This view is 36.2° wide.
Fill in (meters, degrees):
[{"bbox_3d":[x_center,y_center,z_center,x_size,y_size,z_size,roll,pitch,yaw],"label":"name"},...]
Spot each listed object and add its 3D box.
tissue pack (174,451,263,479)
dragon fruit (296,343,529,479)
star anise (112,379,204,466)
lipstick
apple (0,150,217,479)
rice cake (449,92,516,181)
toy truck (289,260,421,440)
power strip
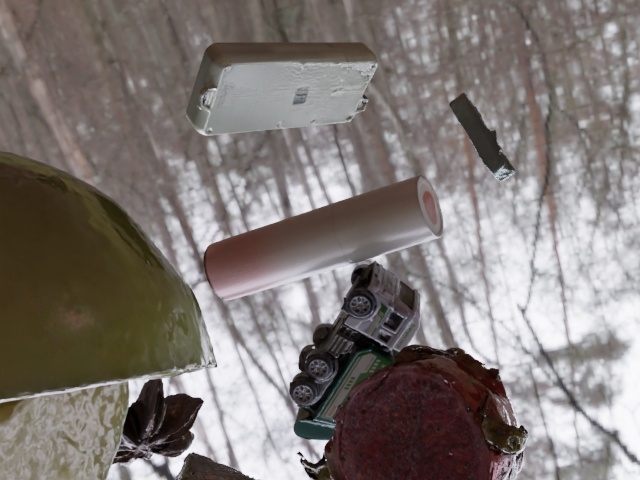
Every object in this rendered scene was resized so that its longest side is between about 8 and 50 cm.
[{"bbox_3d":[-0.167,0.514,1.766,0.245,0.123,0.332,26,-175,-4],"label":"tissue pack"},{"bbox_3d":[0.120,0.222,1.097,0.282,0.210,0.147,-20,169,38],"label":"dragon fruit"},{"bbox_3d":[-0.306,0.305,1.597,0.236,0.229,0.093,-25,-128,9],"label":"star anise"},{"bbox_3d":[0.000,0.000,1.326,0.327,0.087,0.087,-17,-161,23],"label":"lipstick"},{"bbox_3d":[-0.228,0.072,0.583,0.258,0.233,0.295,-22,153,-49],"label":"apple"},{"bbox_3d":[0.242,-0.158,1.462,0.042,0.030,0.180,-38,-135,18],"label":"rice cake"},{"bbox_3d":[0.041,0.157,1.324,0.253,0.124,0.114,-57,-174,20],"label":"toy truck"},{"bbox_3d":[-0.031,-0.138,0.880,0.192,0.081,0.035,-10,-132,-36],"label":"power strip"}]
